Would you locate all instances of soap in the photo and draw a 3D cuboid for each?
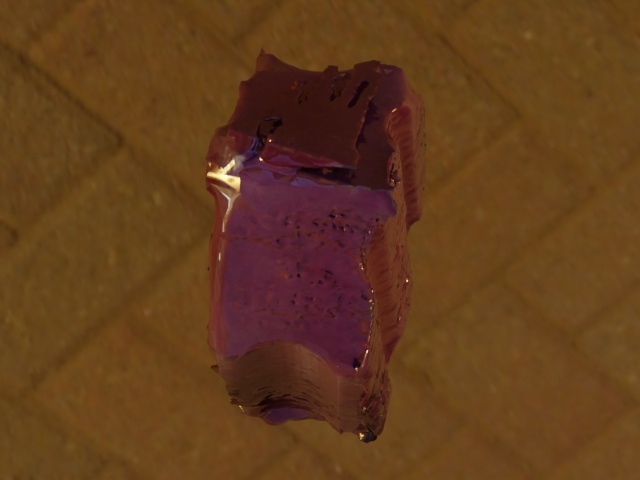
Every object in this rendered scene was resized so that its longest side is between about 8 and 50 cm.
[{"bbox_3d":[0.000,0.000,1.141,0.112,0.182,0.289,6,162,5],"label":"soap"}]
